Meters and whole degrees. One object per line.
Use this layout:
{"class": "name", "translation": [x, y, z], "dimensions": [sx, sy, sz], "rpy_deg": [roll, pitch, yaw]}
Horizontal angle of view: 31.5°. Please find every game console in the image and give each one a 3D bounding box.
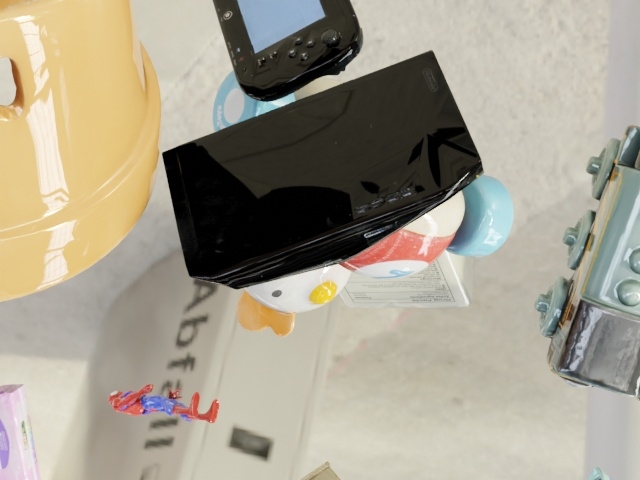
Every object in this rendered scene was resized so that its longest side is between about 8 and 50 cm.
{"class": "game console", "translation": [-0.028, -0.129, 0.860], "dimensions": [0.213, 0.361, 0.044], "rpy_deg": [-21, 142, 4]}

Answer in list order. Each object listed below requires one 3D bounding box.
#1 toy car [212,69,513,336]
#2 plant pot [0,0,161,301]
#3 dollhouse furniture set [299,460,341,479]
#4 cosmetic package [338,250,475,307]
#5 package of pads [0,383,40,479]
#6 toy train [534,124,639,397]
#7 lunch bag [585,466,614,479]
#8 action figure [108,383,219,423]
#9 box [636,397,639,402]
{"class": "toy car", "translation": [0.000, 0.000, 0.990], "dimensions": [0.219, 0.210, 0.238], "rpy_deg": [6, 125, -40]}
{"class": "plant pot", "translation": [-0.241, -0.133, 0.737], "dimensions": [0.291, 0.290, 0.203], "rpy_deg": [13, 139, -5]}
{"class": "dollhouse furniture set", "translation": [0.000, 0.340, 1.236], "dimensions": [0.182, 0.161, 0.101], "rpy_deg": [47, 155, 28]}
{"class": "cosmetic package", "translation": [0.067, -0.039, 1.249], "dimensions": [0.160, 0.113, 0.309], "rpy_deg": [-2, 152, 17]}
{"class": "package of pads", "translation": [-0.248, 0.154, 0.873], "dimensions": [0.050, 0.083, 0.032], "rpy_deg": [-7, -172, 7]}
{"class": "toy train", "translation": [0.348, 0.021, 1.284], "dimensions": [0.142, 0.333, 0.190], "rpy_deg": [19, -172, 1]}
{"class": "lunch bag", "translation": [0.312, 0.385, 1.115], "dimensions": [0.223, 0.262, 0.160], "rpy_deg": [45, 106, -6]}
{"class": "action figure", "translation": [-0.135, 0.134, 0.937], "dimensions": [0.115, 0.030, 0.038], "rpy_deg": [-5, 162, 37]}
{"class": "box", "translation": [0.443, 0.171, 1.548], "dimensions": [0.225, 0.136, 0.036], "rpy_deg": [12, 121, -53]}
